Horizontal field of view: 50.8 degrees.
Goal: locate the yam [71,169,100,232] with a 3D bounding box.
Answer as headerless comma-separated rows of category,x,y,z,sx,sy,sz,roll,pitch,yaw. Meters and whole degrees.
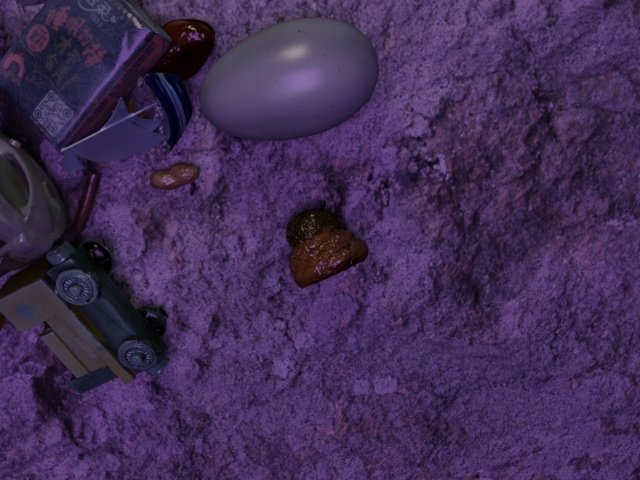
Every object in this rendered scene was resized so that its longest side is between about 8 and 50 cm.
yam,-0.523,-0.085,1.505,0.032,0.032,0.146,19,106,-11

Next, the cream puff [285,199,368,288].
cream puff,0.000,0.000,1.524,0.183,0.183,0.169,-25,84,4

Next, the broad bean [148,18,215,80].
broad bean,-0.294,-0.391,1.389,0.165,0.084,0.114,-40,100,14

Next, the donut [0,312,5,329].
donut,-0.818,0.168,1.551,0.162,0.065,0.179,10,109,-7

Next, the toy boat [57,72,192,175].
toy boat,-0.395,-0.218,1.373,0.291,0.067,0.221,-36,154,-17

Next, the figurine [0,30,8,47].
figurine,-0.703,-0.455,1.324,0.132,0.132,0.154,-17,97,1

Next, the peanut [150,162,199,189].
peanut,-0.323,-0.141,1.492,0.113,0.054,0.054,-15,110,2

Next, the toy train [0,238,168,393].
toy train,-0.522,0.179,1.521,0.253,0.160,0.397,-26,118,12

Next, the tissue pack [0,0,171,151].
tissue pack,-0.479,-0.360,1.339,0.316,0.103,0.228,-45,83,11

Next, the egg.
egg,-0.065,-0.318,1.355,0.370,0.230,0.230,-14,110,5

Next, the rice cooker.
rice cooker,-0.686,-0.059,1.364,0.276,0.288,0.288,-29,109,11
